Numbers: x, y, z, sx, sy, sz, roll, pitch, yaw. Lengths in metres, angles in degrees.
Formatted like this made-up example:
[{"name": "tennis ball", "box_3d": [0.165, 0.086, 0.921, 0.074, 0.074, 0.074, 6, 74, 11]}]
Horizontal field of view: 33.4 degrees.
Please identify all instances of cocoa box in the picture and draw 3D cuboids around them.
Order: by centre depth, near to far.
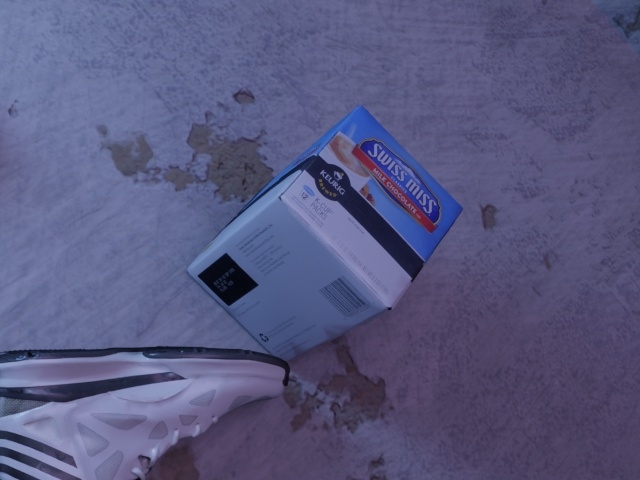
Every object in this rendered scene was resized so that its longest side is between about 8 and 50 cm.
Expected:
[{"name": "cocoa box", "box_3d": [0.000, 0.000, 1.637, 0.231, 0.347, 0.228, 45, 56, -7]}]

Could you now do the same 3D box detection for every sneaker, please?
[{"name": "sneaker", "box_3d": [-0.252, 0.282, 1.532, 0.447, 0.169, 0.257, 2, 85, -29]}]
